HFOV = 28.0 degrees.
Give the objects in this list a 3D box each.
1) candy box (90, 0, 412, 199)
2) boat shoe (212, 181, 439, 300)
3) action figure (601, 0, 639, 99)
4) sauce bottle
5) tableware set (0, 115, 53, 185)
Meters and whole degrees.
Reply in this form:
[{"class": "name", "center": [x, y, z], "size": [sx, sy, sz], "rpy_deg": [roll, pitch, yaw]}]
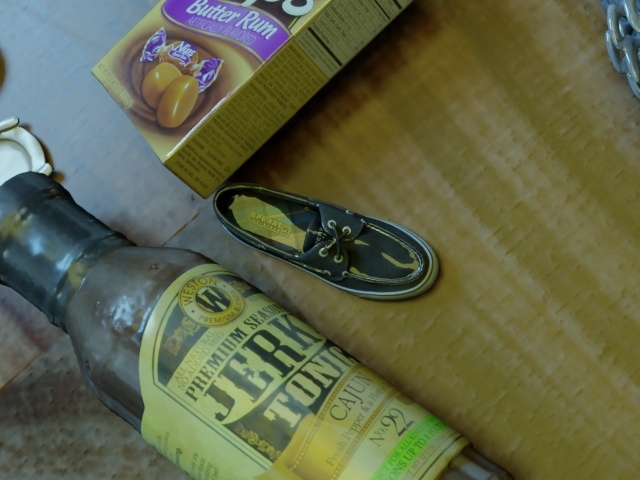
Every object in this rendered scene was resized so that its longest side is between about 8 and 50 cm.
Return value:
[{"class": "candy box", "center": [-0.039, -0.128, 0.769], "size": [0.187, 0.053, 0.109], "rpy_deg": [-43, 50, 3]}, {"class": "boat shoe", "center": [0.000, 0.000, 0.761], "size": [0.142, 0.040, 0.049], "rpy_deg": [17, 86, 17]}, {"class": "action figure", "center": [0.140, -0.207, 0.696], "size": [0.099, 0.185, 0.285], "rpy_deg": [-28, 83, -4]}, {"class": "sauce bottle", "center": [-0.057, 0.080, 0.726], "size": [0.344, 0.111, 0.111], "rpy_deg": [33, 90, 16]}, {"class": "tableware set", "center": [-0.262, -0.065, 0.850], "size": [0.141, 0.020, 0.168], "rpy_deg": [-32, 74, 7]}]
